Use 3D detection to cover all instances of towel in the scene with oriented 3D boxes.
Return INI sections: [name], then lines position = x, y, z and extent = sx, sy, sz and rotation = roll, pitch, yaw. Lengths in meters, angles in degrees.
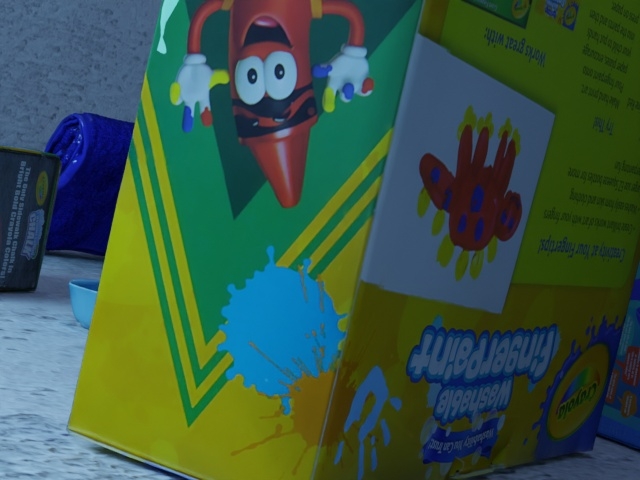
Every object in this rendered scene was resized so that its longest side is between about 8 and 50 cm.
[towel]
position = -0.225, -0.048, 1.815
extent = 0.308, 0.076, 0.228
rotation = 5, -35, -47

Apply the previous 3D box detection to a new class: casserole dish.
[casserole dish]
position = -0.121, 0.067, 1.253
extent = 0.188, 0.037, 0.114
rotation = 12, 3, 23

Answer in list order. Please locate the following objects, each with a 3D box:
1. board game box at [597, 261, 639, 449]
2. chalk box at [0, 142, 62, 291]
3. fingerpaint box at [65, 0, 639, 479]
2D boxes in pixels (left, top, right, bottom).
[board game box]
position = 0.285, 0.089, 1.172
extent = 0.047, 0.160, 0.210
rotation = 10, 4, -36
[chalk box]
position = -0.327, -0.029, 1.380
extent = 0.132, 0.132, 0.213
rotation = 12, 2, 20
[fingerpaint box]
position = 0.069, -0.050, 0.945
extent = 0.163, 0.371, 0.445
rotation = 15, 5, 28
